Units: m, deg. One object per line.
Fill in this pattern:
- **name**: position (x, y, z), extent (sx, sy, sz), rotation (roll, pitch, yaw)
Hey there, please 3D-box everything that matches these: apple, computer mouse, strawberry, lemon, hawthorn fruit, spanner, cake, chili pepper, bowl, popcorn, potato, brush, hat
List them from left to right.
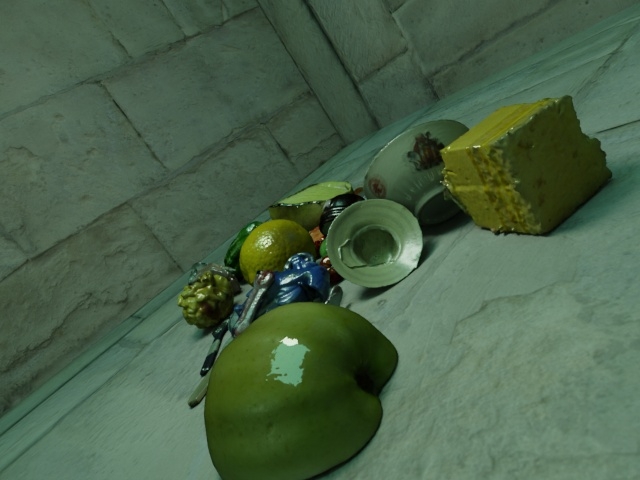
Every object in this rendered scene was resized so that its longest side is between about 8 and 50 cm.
- **popcorn**: position (-0.427, 0.220, 1.623), extent (0.170, 0.189, 0.218), rotation (-19, 22, 37)
- **computer mouse**: position (-0.455, 0.187, 1.847), extent (0.389, 0.199, 0.114), rotation (-17, 42, 50)
- **spanner**: position (-0.343, 0.339, 1.399), extent (0.087, 0.024, 0.316), rotation (-33, 16, 10)
- **brush**: position (-0.287, 0.346, 1.251), extent (0.086, 0.020, 0.336), rotation (-27, 16, 26)
- **chili pepper**: position (-0.289, 0.074, 1.856), extent (0.385, 0.213, 0.167), rotation (-46, 44, 52)
- **lemon**: position (-0.137, 0.056, 1.418), extent (0.267, 0.267, 0.267), rotation (-32, 15, 9)
- **apple**: position (-0.036, 0.270, 0.820), extent (0.360, 0.312, 0.319), rotation (-25, 62, 38)
- **strawberry**: position (0.000, 0.000, 1.609), extent (0.145, 0.086, 0.145), rotation (-34, 13, 9)
- **potato**: position (0.014, -0.102, 1.763), extent (0.280, 0.212, 0.330), rotation (3, 26, 38)
- **hawthorn fruit**: position (0.034, 0.085, 1.293), extent (0.093, 0.093, 0.093), rotation (-32, 15, 9)
- **hat**: position (0.145, 0.022, 1.140), extent (0.252, 0.252, 0.110), rotation (-36, -26, -8)
- **bowl**: position (0.298, -0.145, 1.177), extent (0.337, 0.337, 0.157), rotation (-31, 56, 13)
- **cake**: position (0.419, -0.165, 0.965), extent (0.228, 0.222, 0.286), rotation (-35, 14, -12)

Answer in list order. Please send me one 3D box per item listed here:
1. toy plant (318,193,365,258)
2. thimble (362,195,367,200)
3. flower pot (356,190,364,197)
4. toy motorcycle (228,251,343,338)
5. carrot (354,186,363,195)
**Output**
- **toy plant**: position (0.086, -0.027, 1.370), extent (0.218, 0.176, 0.235), rotation (-29, 47, 49)
- **thimble**: position (0.222, -0.133, 1.471), extent (0.151, 0.127, 0.118), rotation (-39, 13, -1)
- **flower pot**: position (0.157, -0.109, 1.588), extent (0.229, 0.103, 0.108), rotation (-36, 16, -15)
- **toy motorcycle**: position (-0.080, 0.177, 1.140), extent (0.319, 0.241, 0.182), rotation (-46, -23, -20)
- **carrot**: position (0.197, -0.191, 1.839), extent (0.067, 0.067, 0.225), rotation (-36, 16, -7)
